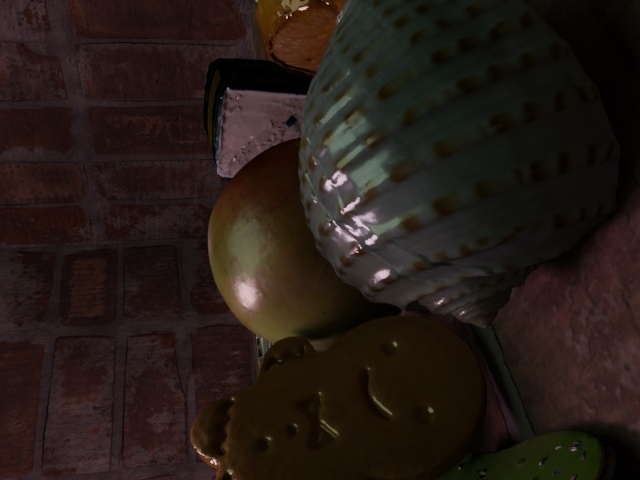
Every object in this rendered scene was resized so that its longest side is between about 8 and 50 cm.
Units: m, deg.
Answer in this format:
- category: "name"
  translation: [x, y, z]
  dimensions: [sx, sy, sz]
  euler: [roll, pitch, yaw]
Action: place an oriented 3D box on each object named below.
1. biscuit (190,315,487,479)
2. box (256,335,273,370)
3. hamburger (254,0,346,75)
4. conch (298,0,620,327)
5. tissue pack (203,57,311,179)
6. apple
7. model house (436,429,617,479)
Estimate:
- category: "biscuit"
  translation: [0.019, 0.208, 0.739]
  dimensions: [0.275, 0.354, 0.052]
  euler: [-110, -4, -45]
- category: "box"
  translation: [-0.084, 0.273, 1.703]
  dimensions: [0.226, 0.149, 0.226]
  euler: [177, 90, -77]
- category: "hamburger"
  translation: [0.031, -0.350, 0.763]
  dimensions: [0.445, 0.286, 0.268]
  euler: [174, 94, -74]
- category: "conch"
  translation: [0.084, -0.069, 0.577]
  dimensions: [0.319, 0.215, 0.303]
  euler: [49, 159, -1]
- category: "tissue pack"
  translation: [-0.151, -0.311, 1.629]
  dimensions: [0.416, 0.264, 0.253]
  euler: [-122, 37, -63]
- category: "apple"
  translation: [0.000, 0.000, 0.927]
  dimensions: [0.277, 0.319, 0.319]
  euler: [-42, 48, 45]
- category: "model house"
  translation: [0.189, 0.312, 0.587]
  dimensions: [0.154, 0.207, 0.294]
  euler: [41, 149, 1]
